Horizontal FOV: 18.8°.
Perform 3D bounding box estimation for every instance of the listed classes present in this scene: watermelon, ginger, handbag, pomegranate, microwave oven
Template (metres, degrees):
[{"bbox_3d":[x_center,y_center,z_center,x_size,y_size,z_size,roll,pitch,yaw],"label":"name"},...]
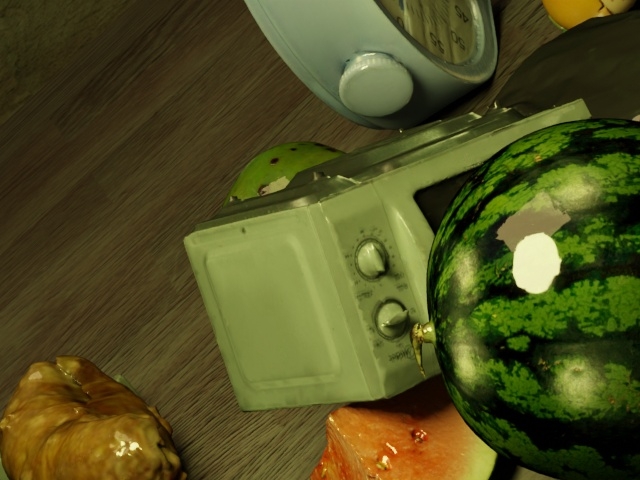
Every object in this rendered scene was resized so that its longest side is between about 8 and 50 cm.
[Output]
[{"bbox_3d":[0.059,0.195,1.537,0.145,0.137,0.193,106,-174,-46],"label":"watermelon"},{"bbox_3d":[0.196,0.042,1.368,0.269,0.269,0.269,-36,21,16],"label":"watermelon"},{"bbox_3d":[-0.216,0.223,1.896,0.165,0.172,0.321,-9,14,-25],"label":"ginger"},{"bbox_3d":[0.276,-0.146,1.835,0.191,0.075,0.332,-48,20,-17],"label":"handbag"},{"bbox_3d":[0.000,0.000,1.924,0.202,0.202,0.248,-32,-8,25],"label":"pomegranate"},{"bbox_3d":[0.072,0.004,1.597,0.295,0.181,0.237,-23,7,-35],"label":"microwave oven"}]

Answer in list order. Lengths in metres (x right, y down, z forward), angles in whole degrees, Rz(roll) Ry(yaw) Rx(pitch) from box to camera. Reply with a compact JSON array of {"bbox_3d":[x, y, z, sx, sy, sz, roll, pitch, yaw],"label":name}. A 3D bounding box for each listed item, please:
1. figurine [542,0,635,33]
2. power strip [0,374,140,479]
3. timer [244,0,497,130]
[{"bbox_3d":[0.320,-0.307,2.017,0.222,0.124,0.324,-37,25,14],"label":"figurine"},{"bbox_3d":[-0.284,0.208,2.186,0.215,0.061,0.145,-26,19,36],"label":"power strip"},{"bbox_3d":[0.058,-0.296,2.135,0.173,0.395,0.395,-29,24,25],"label":"timer"}]
